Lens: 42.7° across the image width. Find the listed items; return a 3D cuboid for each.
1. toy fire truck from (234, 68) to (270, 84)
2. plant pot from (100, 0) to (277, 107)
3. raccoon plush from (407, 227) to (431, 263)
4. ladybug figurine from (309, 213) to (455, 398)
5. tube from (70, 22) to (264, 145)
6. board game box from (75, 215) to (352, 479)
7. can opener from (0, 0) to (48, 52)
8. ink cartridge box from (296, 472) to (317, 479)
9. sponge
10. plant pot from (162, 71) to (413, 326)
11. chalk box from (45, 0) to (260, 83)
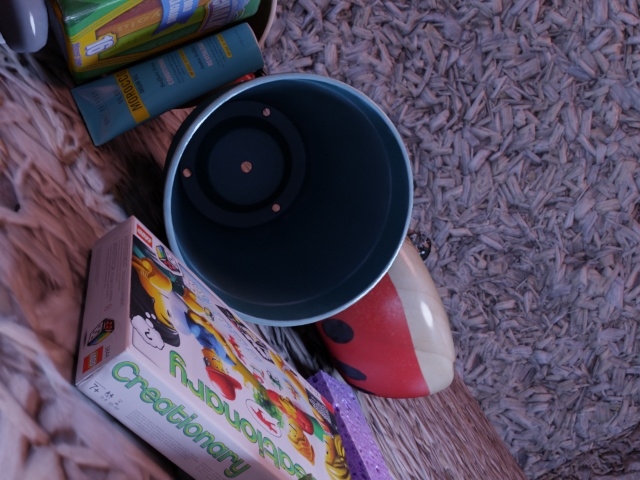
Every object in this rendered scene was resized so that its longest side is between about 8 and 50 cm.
[{"bbox_3d":[-0.198,-0.367,1.674,0.246,0.158,0.217,43,13,-17],"label":"toy fire truck"},{"bbox_3d":[-0.195,-0.275,1.070,0.256,0.257,0.274,58,-10,1],"label":"plant pot"},{"bbox_3d":[0.000,0.000,1.587,0.446,0.216,0.299,26,-1,43],"label":"raccoon plush"},{"bbox_3d":[0.066,0.098,1.194,0.305,0.162,0.449,56,-7,27],"label":"ladybug figurine"},{"bbox_3d":[-0.165,-0.176,0.900,0.080,0.207,0.052,61,-8,27],"label":"tube"},{"bbox_3d":[-0.078,0.136,0.704,0.305,0.053,0.193,48,12,-30],"label":"board game box"},{"bbox_3d":[-0.306,-0.301,0.701,0.074,0.093,0.280,-52,135,-41],"label":"can opener"},{"bbox_3d":[0.014,0.301,0.576,0.154,0.093,0.212,52,9,-31],"label":"ink cartridge box"},{"bbox_3d":[0.051,0.279,1.090,0.210,0.031,0.117,62,9,30],"label":"sponge"},{"bbox_3d":[-0.067,-0.070,0.969,0.271,0.272,0.255,55,-6,-23],"label":"plant pot"},{"bbox_3d":[-0.159,-0.316,0.843,0.179,0.289,0.180,64,-14,3],"label":"chalk box"}]
